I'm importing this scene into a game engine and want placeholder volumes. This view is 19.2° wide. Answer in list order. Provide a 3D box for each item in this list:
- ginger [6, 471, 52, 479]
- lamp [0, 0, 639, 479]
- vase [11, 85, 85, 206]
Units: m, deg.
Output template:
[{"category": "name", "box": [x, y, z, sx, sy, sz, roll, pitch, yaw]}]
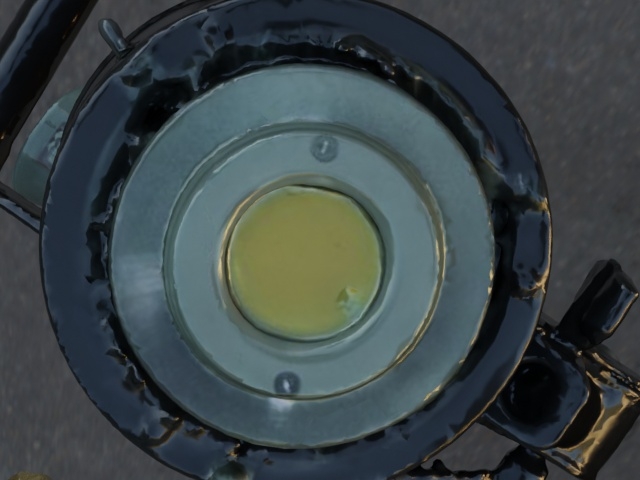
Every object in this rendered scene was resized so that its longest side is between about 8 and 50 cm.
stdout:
[{"category": "ginger", "box": [-0.235, 0.222, 1.209, 0.081, 0.205, 0.115, -7, 78, -52]}, {"category": "lamp", "box": [-0.027, -0.016, 0.824, 0.374, 0.272, 0.205, 33, 93, 10]}, {"category": "vase", "box": [-0.104, -0.015, 1.349, 0.219, 0.096, 0.096, 32, 68, 14]}]
